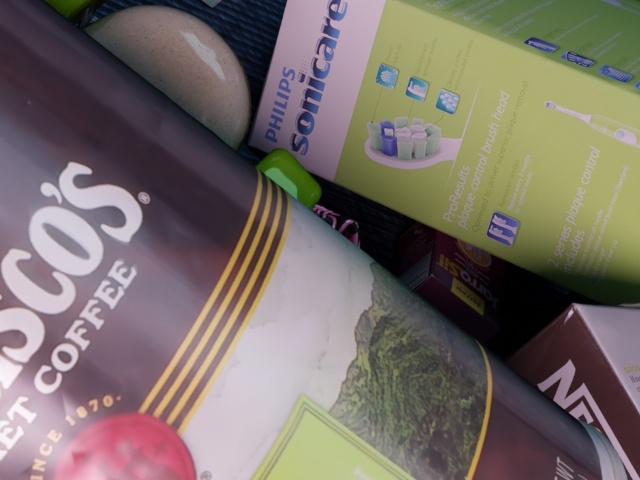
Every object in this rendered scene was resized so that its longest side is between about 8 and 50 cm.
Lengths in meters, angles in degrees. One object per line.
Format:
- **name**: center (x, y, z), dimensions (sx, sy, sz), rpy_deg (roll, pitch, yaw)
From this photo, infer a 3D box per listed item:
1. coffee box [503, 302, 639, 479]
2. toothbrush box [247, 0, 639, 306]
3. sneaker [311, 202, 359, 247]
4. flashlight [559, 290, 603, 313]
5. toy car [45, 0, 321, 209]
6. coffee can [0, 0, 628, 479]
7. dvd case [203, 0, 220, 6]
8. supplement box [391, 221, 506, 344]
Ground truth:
- **coffee box**: center (0.154, 0.193, 0.676), dimensions (0.119, 0.168, 0.297), rpy_deg (5, 50, -48)
- **toothbrush box**: center (0.135, -0.076, 0.913), dimensions (0.283, 0.122, 0.206), rpy_deg (26, 26, 17)
- **sneaker**: center (0.000, 0.000, 0.825), dimensions (0.047, 0.057, 0.119), rpy_deg (20, 38, -34)
- **flashlight**: center (0.223, 0.141, 0.901), dimensions (0.103, 0.103, 0.304), rpy_deg (1, 51, -17)
- **toy car**: center (-0.096, -0.039, 0.726), dimensions (0.155, 0.149, 0.188), rpy_deg (48, 2, -3)
- **coffee can**: center (-0.064, 0.066, 0.525), dimensions (0.275, 0.201, 0.201), rpy_deg (38, 31, -14)
- **dvd case**: center (-0.091, -0.204, 0.999), dimensions (0.087, 0.013, 0.119), rpy_deg (35, 33, -19)
- **supplement box**: center (0.073, 0.024, 0.898), dimensions (0.055, 0.043, 0.083), rpy_deg (38, 32, -16)
